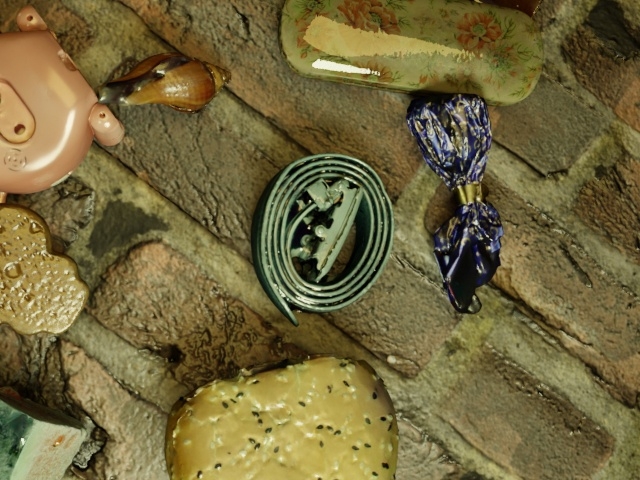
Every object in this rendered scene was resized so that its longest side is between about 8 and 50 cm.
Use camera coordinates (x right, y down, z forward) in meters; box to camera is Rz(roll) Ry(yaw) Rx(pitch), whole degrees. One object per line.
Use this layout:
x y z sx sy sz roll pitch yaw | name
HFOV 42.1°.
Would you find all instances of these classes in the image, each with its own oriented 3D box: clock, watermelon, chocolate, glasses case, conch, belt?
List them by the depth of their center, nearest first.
-0.410 0.249 1.112 0.214 0.289 0.319 -10 71 -40 | watermelon
-0.437 -0.177 1.175 0.241 0.142 0.227 -36 91 -8 | clock
-0.215 -0.232 1.213 0.233 0.080 0.086 3 67 -51 | conch
0.000 0.000 1.244 0.207 0.116 0.267 16 79 -13 | belt
0.226 -0.056 1.295 0.148 0.126 0.343 -9 89 -52 | chocolate
0.145 -0.309 1.310 0.426 0.098 0.156 7 88 -10 | glasses case

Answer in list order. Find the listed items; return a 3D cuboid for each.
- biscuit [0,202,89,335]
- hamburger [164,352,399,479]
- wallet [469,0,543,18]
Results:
-0.482 0.035 1.150 0.320 0.047 0.183 5 91 -19 | biscuit
-0.042 0.318 1.143 0.318 0.195 0.276 -13 68 -15 | hamburger
0.282 -0.421 1.384 0.176 0.026 0.095 29 86 -5 | wallet
